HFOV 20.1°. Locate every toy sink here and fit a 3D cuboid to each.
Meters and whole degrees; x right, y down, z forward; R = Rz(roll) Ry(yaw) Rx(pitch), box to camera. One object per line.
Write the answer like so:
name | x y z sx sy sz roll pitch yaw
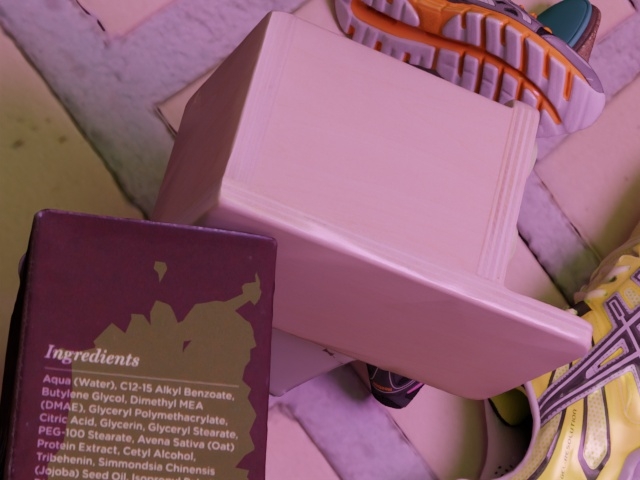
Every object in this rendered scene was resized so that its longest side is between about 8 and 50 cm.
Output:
toy sink | 0.037 -0.017 1.048 0.234 0.153 0.131 21 67 -15

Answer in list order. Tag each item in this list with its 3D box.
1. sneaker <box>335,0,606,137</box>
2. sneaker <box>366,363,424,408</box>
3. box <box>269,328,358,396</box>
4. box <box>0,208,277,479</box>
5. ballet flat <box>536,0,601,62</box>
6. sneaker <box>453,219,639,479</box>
sneaker | 0.115 -0.148 1.273 0.215 0.084 0.083 33 45 23
sneaker | 0.073 0.048 1.247 0.072 0.077 0.178 22 41 24
box | 0.000 0.000 1.186 0.091 0.130 0.170 36 63 -11
box | -0.112 0.196 0.950 0.143 0.191 0.381 5 69 -11
ballet flat | 0.146 -0.095 1.327 0.206 0.073 0.067 -46 123 -25
sneaker | 0.202 0.081 1.248 0.147 0.145 0.384 31 60 -7
